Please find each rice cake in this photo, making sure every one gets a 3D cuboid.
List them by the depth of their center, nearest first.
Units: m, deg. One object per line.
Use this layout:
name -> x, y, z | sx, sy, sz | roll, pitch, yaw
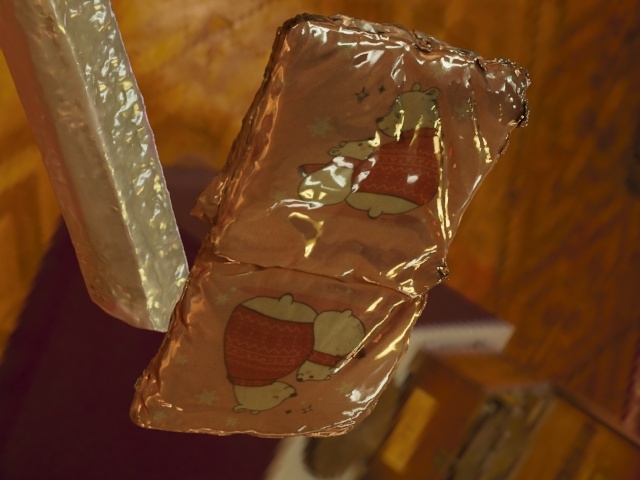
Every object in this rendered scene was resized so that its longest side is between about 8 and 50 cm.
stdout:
rice cake -> -0.163, -0.086, 1.185 | 0.064, 0.070, 0.399 | -50, 142, -35

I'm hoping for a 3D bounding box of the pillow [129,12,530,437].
pillow -> 0.000, 0.000, 0.840 | 0.135, 0.049, 0.248 | 8, 128, -22
